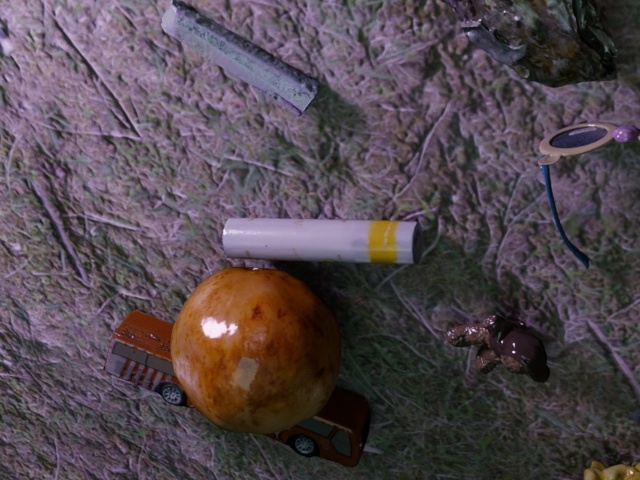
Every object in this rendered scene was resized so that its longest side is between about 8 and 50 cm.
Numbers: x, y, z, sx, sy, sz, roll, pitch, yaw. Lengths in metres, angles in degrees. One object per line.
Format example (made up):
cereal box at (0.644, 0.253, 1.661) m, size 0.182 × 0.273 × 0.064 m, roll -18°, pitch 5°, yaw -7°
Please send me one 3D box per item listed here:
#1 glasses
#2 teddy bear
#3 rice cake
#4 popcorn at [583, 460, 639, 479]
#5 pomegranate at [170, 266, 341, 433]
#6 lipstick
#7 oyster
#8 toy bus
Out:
glasses at (0.356, -0.056, 1.150) m, size 0.190 × 0.088 × 0.220 m, roll 0°, pitch 143°, yaw 19°
teddy bear at (0.246, 0.135, 1.295) m, size 0.119 × 0.078 × 0.160 m, roll 46°, pitch 165°, yaw -17°
rice cake at (-0.099, -0.221, 1.201) m, size 0.211 × 0.034 × 0.043 m, roll 31°, pitch 125°, yaw -2°
popcorn at (0.429, 0.418, 1.365) m, size 0.235 × 0.181 × 0.216 m, roll 36°, pitch 130°, yaw 2°
pomegranate at (-0.086, 0.150, 1.336) m, size 0.248 × 0.248 × 0.248 m, roll 10°, pitch 126°, yaw 14°
lipstick at (0.000, 0.000, 1.306) m, size 0.264 × 0.059 × 0.059 m, roll 2°, pitch 124°, yaw 19°
oyster at (0.201, -0.276, 1.000) m, size 0.351 × 0.158 × 0.162 m, roll 47°, pitch 169°, yaw -24°
toy bus at (-0.121, 0.223, 1.487) m, size 0.409 × 0.093 × 0.092 m, roll 20°, pitch 121°, yaw 5°
